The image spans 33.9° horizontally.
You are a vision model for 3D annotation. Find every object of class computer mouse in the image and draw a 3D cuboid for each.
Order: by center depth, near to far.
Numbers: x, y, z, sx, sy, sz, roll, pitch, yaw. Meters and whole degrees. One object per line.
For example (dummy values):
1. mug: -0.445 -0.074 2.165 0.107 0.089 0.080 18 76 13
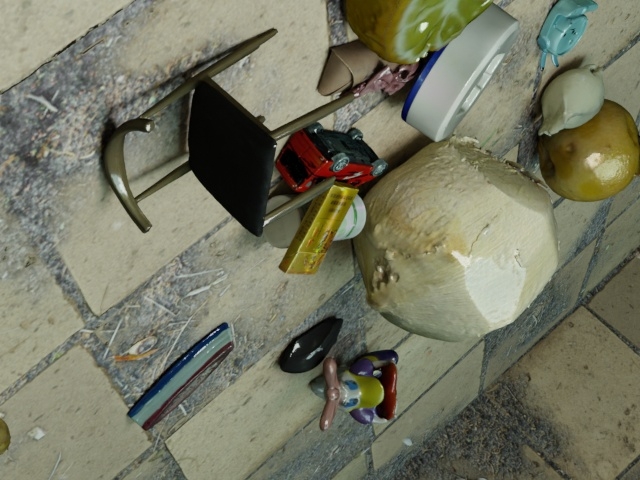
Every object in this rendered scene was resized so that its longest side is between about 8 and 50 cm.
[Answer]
1. computer mouse: -0.009 0.217 2.111 0.172 0.057 0.099 -36 156 -27

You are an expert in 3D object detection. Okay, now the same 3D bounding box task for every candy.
1. candy: 0.150 -0.358 1.434 0.260 0.118 0.260 -35 155 -20

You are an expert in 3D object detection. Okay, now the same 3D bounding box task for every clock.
1. clock: 0.222 -0.267 1.662 0.230 0.083 0.230 -53 174 -8
2. clock: 0.454 -0.389 1.971 0.108 0.045 0.147 -21 145 -42

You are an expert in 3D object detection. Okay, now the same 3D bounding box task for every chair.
1. chair: -0.112 -0.111 1.312 0.272 0.166 0.188 -32 151 -31

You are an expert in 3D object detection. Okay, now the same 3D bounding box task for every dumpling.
1. dumpling: 0.508 -0.284 2.162 0.181 0.111 0.155 -19 175 -35

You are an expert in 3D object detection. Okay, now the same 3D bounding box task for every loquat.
1. loquat: 0.589 -0.193 2.264 0.244 0.244 0.244 -37 154 -22

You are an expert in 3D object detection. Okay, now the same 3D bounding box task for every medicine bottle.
1. medicine bottle: -0.010 -0.036 1.693 0.183 0.086 0.086 -10 136 -54

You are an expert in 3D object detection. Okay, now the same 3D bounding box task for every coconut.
1. coconut: 0.228 0.014 1.853 0.360 0.346 0.346 -45 157 -24

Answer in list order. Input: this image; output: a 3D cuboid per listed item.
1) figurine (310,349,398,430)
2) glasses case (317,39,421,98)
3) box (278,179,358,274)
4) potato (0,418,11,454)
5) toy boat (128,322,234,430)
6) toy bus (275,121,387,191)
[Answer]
1. figurine: 0.072 0.313 2.247 0.421 0.193 0.154 51 42 -85
2. glasses case: 0.085 -0.244 1.555 0.193 0.070 0.102 -24 148 -41
3. box: -0.002 -0.018 1.607 0.089 0.022 0.156 9 112 -59
4. potato: -0.463 0.277 1.479 0.051 0.040 0.083 -46 160 -34
5. toy boat: -0.231 0.234 1.796 0.229 0.046 0.080 -43 153 -4
6. toy bus: 0.020 -0.121 1.628 0.089 0.081 0.195 -47 158 23
